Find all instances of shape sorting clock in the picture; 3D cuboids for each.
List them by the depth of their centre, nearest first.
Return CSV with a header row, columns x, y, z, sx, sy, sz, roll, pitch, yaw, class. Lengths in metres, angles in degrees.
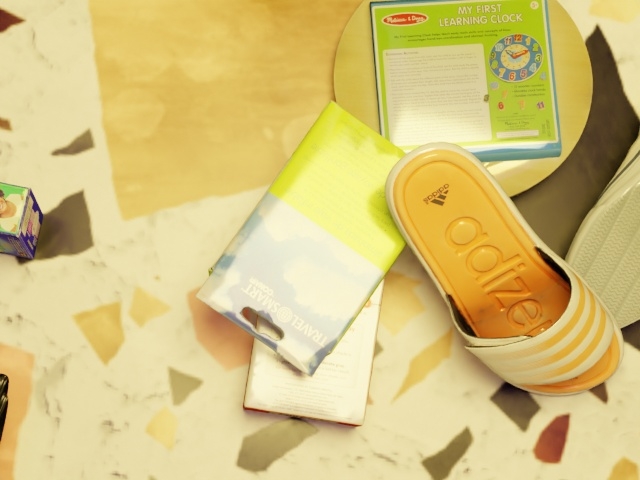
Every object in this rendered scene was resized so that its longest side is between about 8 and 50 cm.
x,y,z,sx,sy,sz,roll,pitch,yaw,class
0.113,-0.127,1.085,0.206,0.040,0.206,0,81,-1,shape sorting clock

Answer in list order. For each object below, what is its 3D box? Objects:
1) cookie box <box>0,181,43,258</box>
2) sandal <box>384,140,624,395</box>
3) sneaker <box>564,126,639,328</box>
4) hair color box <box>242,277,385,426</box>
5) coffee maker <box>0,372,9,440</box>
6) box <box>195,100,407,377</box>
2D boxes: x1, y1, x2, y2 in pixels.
x,y,z,sx,sy,sz,roll,pitch,yaw,class
-0.267,-0.022,1.011,0.107,0.092,0.040,11,77,-3,cookie box
0.134,0.043,0.984,0.102,0.076,0.265,-35,121,13,sandal
0.274,-0.044,1.064,0.094,0.091,0.258,33,101,-3,sneaker
-0.002,0.053,1.040,0.093,0.053,0.167,10,81,-3,hair color box
-0.316,0.127,0.943,0.178,0.171,0.120,14,64,-4,coffee maker
0.000,0.000,1.000,0.109,0.042,0.178,35,79,1,box
